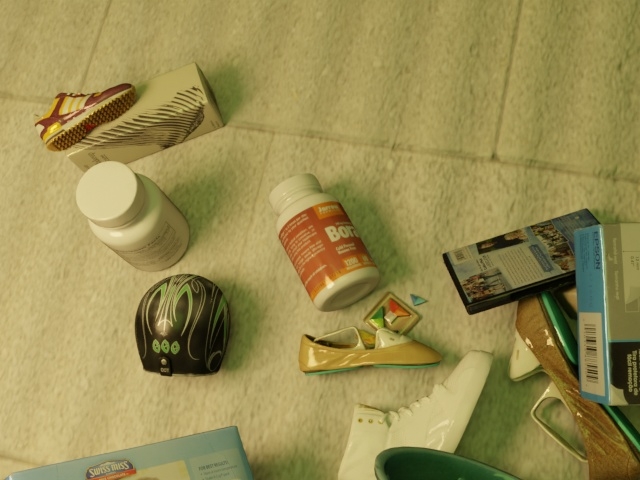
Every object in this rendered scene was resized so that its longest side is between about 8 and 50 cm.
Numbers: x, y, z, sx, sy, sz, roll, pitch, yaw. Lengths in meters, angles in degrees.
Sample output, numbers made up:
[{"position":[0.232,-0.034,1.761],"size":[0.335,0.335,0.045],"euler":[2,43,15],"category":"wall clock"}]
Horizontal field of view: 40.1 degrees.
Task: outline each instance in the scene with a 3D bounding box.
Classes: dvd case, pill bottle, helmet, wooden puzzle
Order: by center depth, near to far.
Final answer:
[{"position":[0.331,0.030,1.381],"size":[0.253,0.022,0.180],"euler":[-17,26,3],"category":"dvd case"},{"position":[-0.225,0.135,1.437],"size":[0.170,0.169,0.161],"euler":[3,89,11],"category":"helmet"},{"position":[0.116,0.130,1.448],"size":[0.079,0.014,0.116],"euler":[33,79,18],"category":"wooden puzzle"},{"position":[0.000,0.000,1.456],"size":[0.121,0.121,0.216],"euler":[-29,69,-1],"category":"pill bottle"},{"position":[-0.314,-0.040,1.466],"size":[0.131,0.229,0.131],"euler":[-3,70,9],"category":"pill bottle"}]

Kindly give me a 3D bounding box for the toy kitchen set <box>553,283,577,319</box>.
[{"position":[0.498,0.122,1.350],"size":[0.166,0.122,0.207],"euler":[-33,89,-3],"category":"toy kitchen set"}]

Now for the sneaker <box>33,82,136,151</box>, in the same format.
[{"position":[-0.412,-0.235,1.520],"size":[0.186,0.069,0.083],"euler":[-32,76,-2],"category":"sneaker"}]

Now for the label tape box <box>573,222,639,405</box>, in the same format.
[{"position":[0.545,0.099,1.235],"size":[0.348,0.115,0.249],"euler":[-1,85,-3],"category":"label tape box"}]

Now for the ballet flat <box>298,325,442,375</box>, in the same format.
[{"position":[0.076,0.172,1.399],"size":[0.233,0.080,0.073],"euler":[-5,89,9],"category":"ballet flat"}]

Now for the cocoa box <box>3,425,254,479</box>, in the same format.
[{"position":[-0.272,0.423,1.210],"size":[0.347,0.228,0.231],"euler":[-3,64,-40],"category":"cocoa box"}]

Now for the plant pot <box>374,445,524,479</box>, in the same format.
[{"position":[0.177,0.496,1.134],"size":[0.341,0.341,0.334],"euler":[20,96,16],"category":"plant pot"}]

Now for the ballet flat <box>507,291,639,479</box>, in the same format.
[{"position":[0.366,0.219,1.337],"size":[0.124,0.116,0.342],"euler":[-34,72,18],"category":"ballet flat"}]

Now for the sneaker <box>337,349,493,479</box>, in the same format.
[{"position":[0.138,0.270,1.347],"size":[0.169,0.108,0.292],"euler":[27,79,14],"category":"sneaker"}]

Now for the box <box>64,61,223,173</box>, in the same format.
[{"position":[-0.326,-0.218,1.595],"size":[0.275,0.113,0.094],"euler":[-21,70,4],"category":"box"}]
